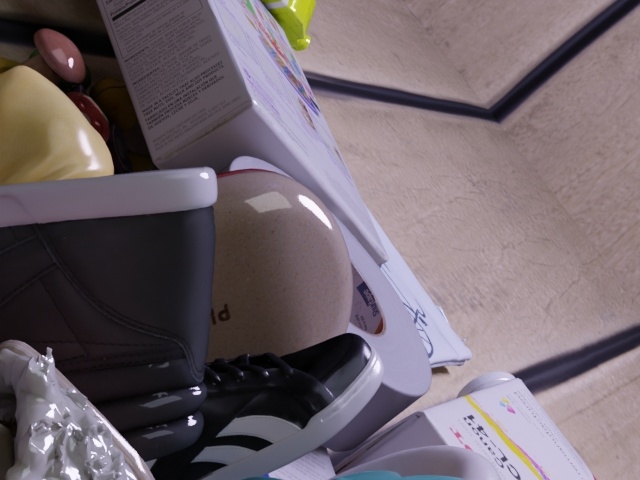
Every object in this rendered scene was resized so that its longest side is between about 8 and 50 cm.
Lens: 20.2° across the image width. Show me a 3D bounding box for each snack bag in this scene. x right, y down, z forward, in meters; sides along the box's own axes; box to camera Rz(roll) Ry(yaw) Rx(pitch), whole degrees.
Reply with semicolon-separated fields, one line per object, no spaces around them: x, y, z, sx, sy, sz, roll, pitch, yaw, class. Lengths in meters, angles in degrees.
0.000;0.000;1.738;0.323;0.037;0.342;55;17;12;snack bag

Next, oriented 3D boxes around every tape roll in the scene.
-0.016;0.045;1.306;0.219;0.072;0.219;44;18;-18;tape roll

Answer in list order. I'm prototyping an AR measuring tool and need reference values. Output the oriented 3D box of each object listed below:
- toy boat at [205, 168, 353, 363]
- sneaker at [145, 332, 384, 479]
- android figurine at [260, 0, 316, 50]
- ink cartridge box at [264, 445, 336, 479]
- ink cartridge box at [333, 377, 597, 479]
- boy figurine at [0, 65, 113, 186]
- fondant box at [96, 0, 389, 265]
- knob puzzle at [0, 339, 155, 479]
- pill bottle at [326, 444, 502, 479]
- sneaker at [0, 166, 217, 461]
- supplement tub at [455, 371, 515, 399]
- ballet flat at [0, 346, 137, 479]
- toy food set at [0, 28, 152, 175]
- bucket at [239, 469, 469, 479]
-0.099;0.036;1.120;0.151;0.231;0.151;-157;-126;-66;toy boat
-0.074;0.080;1.012;0.121;0.217;0.079;64;-17;-15;sneaker
-0.112;-0.256;1.701;0.273;0.248;0.056;42;55;-43;android figurine
-0.064;0.134;1.216;0.176;0.069;0.371;36;24;-38;ink cartridge box
0.139;0.239;1.409;0.226;0.131;0.306;54;15;11;ink cartridge box
-0.161;0.046;0.937;0.092;0.177;0.285;40;39;-54;boy figurine
-0.080;-0.130;1.512;0.238;0.096;0.330;48;14;-46;fondant box
-0.133;0.115;0.752;0.213;0.213;0.030;48;34;-8;knob puzzle
0.077;0.271;1.027;0.162;0.162;0.278;-68;134;-72;pill bottle
-0.184;0.055;0.806;0.104;0.296;0.147;-25;108;-83;sneaker
0.180;0.188;1.739;0.071;0.071;0.107;34;22;-44;supplement tub
-0.188;0.153;0.532;0.147;0.147;0.409;50;35;-2;ballet flat
-0.192;-0.109;1.396;0.128;0.071;0.218;56;17;18;toy food set
0.006;0.240;0.822;0.281;0.281;0.183;56;21;18;bucket
